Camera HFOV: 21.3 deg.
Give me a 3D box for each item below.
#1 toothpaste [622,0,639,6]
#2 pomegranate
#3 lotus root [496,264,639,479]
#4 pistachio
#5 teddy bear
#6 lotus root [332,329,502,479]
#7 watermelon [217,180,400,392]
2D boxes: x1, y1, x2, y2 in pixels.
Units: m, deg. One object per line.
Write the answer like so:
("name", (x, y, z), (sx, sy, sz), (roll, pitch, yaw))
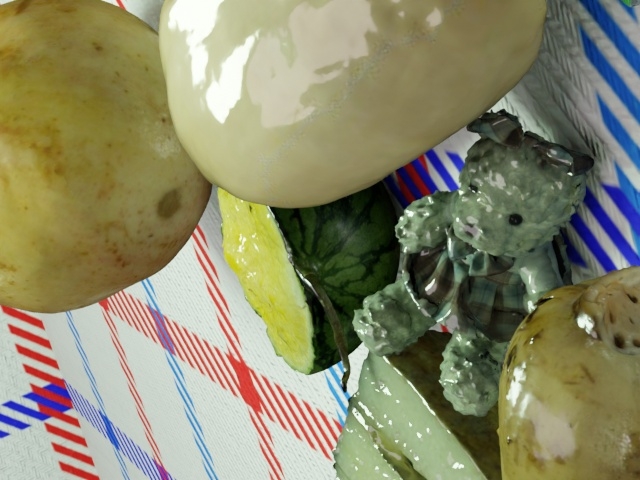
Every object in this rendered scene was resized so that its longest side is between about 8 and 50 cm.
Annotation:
("toothpaste", (0.150, -0.202, 0.815), (0.043, 0.037, 0.178), (43, 150, 45))
("pomegranate", (-0.251, -0.080, 1.701), (0.338, 0.338, 0.338), (55, 158, 35))
("lotus root", (0.176, 0.146, 0.950), (0.146, 0.160, 0.284), (38, 143, 46))
("pistachio", (0.015, -0.131, 1.001), (0.299, 0.188, 0.187), (-36, 76, 49))
("teddy bear", (0.116, 0.003, 1.076), (0.133, 0.111, 0.213), (37, 126, 20))
("lotus root", (0.124, 0.238, 1.247), (0.260, 0.149, 0.267), (46, 133, 39))
("watermelon", (-0.003, -0.003, 1.331), (0.232, 0.127, 0.204), (-172, 66, -72))
